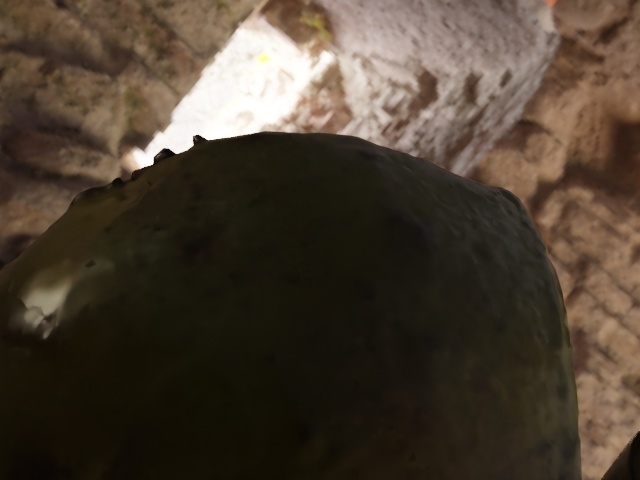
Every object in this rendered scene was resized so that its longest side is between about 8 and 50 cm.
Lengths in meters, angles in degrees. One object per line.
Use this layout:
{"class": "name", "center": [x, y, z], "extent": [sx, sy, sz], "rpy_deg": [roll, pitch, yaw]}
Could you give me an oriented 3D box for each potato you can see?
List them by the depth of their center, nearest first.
{"class": "potato", "center": [-0.042, 0.127, 0.502], "extent": [0.279, 0.330, 0.213], "rpy_deg": [12, -156, -19]}

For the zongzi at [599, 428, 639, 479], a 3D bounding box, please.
{"class": "zongzi", "center": [0.630, 0.191, 1.298], "extent": [0.467, 0.499, 0.218], "rpy_deg": [132, 126, -61]}
